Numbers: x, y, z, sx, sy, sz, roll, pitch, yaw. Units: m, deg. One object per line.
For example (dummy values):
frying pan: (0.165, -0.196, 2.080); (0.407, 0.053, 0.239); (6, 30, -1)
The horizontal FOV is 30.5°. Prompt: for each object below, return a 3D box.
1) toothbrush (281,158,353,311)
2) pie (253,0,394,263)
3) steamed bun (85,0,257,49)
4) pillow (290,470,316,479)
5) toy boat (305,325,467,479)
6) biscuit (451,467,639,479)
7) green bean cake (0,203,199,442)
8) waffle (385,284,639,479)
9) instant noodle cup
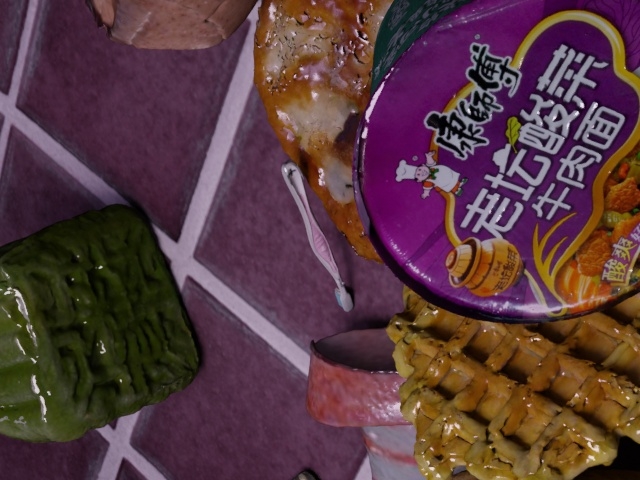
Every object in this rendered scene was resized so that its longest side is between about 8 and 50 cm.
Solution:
toothbrush: (0.000, 0.000, 1.103); (0.022, 0.017, 0.204); (30, 154, 39)
pie: (0.060, -0.139, 1.013); (0.308, 0.085, 0.308); (17, 118, 34)
steamed bun: (-0.110, -0.316, 1.005); (0.252, 0.199, 0.301); (101, 158, -43)
pillow: (0.021, 0.391, 1.290); (0.255, 0.034, 0.189); (44, 131, 15)
toy boat: (0.090, 0.222, 1.137); (0.206, 0.096, 0.282); (2, 116, 22)
biscuit: (0.199, 0.231, 0.968); (0.274, 0.213, 0.091); (131, 142, -66)
green bean cake: (-0.263, 0.091, 1.255); (0.124, 0.248, 0.222); (-18, 93, 40)
waffle: (0.173, 0.063, 0.885); (0.291, 0.291, 0.051); (8, 150, 37)
instant noodle cup: (0.141, -0.094, 0.831); (0.251, 0.190, 0.251); (-1, 120, -2)
